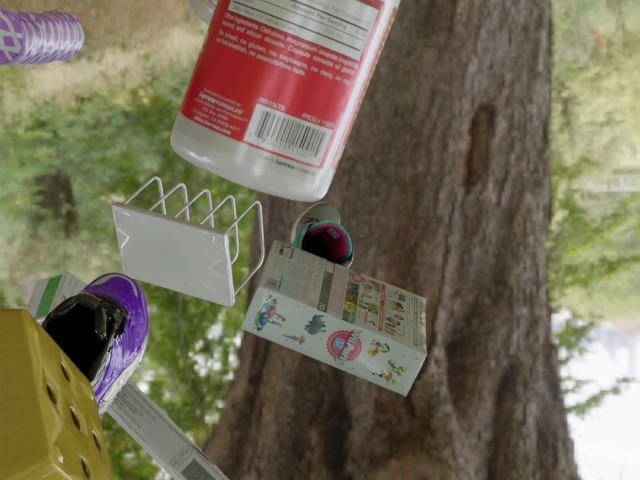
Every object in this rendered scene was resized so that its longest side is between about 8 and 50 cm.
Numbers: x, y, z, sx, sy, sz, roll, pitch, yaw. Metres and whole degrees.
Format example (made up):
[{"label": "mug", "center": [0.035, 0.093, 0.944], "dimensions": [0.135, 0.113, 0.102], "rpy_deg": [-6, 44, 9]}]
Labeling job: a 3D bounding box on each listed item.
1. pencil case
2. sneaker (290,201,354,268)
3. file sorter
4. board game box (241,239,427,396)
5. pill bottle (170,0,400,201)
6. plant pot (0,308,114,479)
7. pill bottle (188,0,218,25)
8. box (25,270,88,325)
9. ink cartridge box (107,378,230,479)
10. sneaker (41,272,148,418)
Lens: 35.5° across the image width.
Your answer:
[{"label": "pencil case", "center": [-0.433, -0.311, 1.502], "dimensions": [0.086, 0.088, 0.206], "rpy_deg": [-40, -178, 16]}, {"label": "sneaker", "center": [0.000, 0.000, 1.989], "dimensions": [0.124, 0.295, 0.178], "rpy_deg": [35, 138, -12]}, {"label": "file sorter", "center": [-0.284, -0.010, 2.196], "dimensions": [0.278, 0.192, 0.173], "rpy_deg": [14, -141, 21]}, {"label": "board game box", "center": [0.031, 0.128, 1.751], "dimensions": [0.304, 0.097, 0.224], "rpy_deg": [22, -158, -3]}, {"label": "pill bottle", "center": [-0.031, -0.275, 1.330], "dimensions": [0.229, 0.407, 0.229], "rpy_deg": [21, -171, -4]}, {"label": "plant pot", "center": [-0.276, 0.173, 0.775], "dimensions": [0.187, 0.212, 0.212], "rpy_deg": [-23, 143, -1]}, {"label": "pill bottle", "center": [-0.116, -0.417, 1.561], "dimensions": [0.187, 0.112, 0.112], "rpy_deg": [-44, 154, 19]}, {"label": "box", "center": [-0.446, 0.125, 1.737], "dimensions": [0.087, 0.101, 0.102], "rpy_deg": [-19, 136, 35]}, {"label": "ink cartridge box", "center": [-0.254, 0.323, 1.630], "dimensions": [0.275, 0.060, 0.239], "rpy_deg": [44, 170, 3]}, {"label": "sneaker", "center": [-0.260, 0.107, 1.140], "dimensions": [0.102, 0.146, 0.293], "rpy_deg": [15, -144, 0]}]
